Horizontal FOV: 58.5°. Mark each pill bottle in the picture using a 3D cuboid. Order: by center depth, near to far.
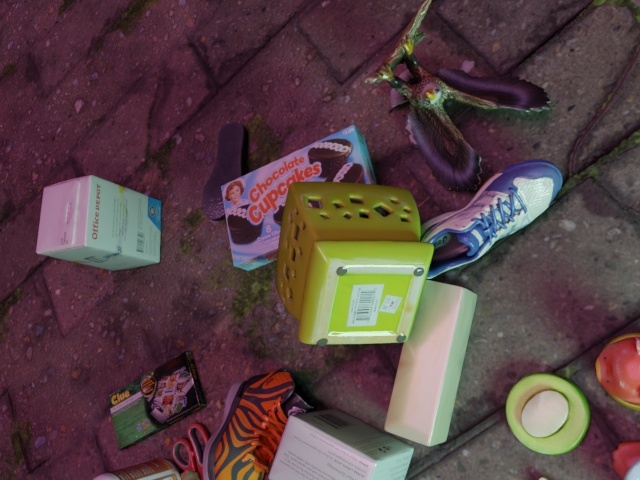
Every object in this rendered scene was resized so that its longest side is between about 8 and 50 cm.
[{"bbox_3d":[-0.406,0.536,1.188,0.121,0.216,0.121,-5,82,35],"label":"pill bottle"}]

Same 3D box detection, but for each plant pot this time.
[{"bbox_3d":[0.055,0.048,0.968,0.207,0.227,0.228,-110,25,-56],"label":"plant pot"}]

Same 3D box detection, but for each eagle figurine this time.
[{"bbox_3d":[0.237,-0.261,1.086,0.298,0.225,0.226,38,143,1],"label":"eagle figurine"}]

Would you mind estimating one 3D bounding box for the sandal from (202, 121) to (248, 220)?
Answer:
[{"bbox_3d":[-0.213,-0.161,1.365,0.097,0.054,0.254,2,69,22],"label":"sandal"}]

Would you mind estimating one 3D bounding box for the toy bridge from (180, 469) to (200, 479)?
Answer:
[{"bbox_3d":[-0.247,0.564,1.163,0.026,0.063,0.188,-39,42,16],"label":"toy bridge"}]

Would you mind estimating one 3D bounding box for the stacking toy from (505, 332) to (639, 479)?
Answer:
[{"bbox_3d":[0.424,0.305,0.849,0.279,0.130,0.309,-20,69,23],"label":"stacking toy"}]

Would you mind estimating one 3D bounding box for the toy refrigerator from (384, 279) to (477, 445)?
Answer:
[{"bbox_3d":[0.194,0.211,1.014,0.094,0.102,0.269,11,84,30],"label":"toy refrigerator"}]

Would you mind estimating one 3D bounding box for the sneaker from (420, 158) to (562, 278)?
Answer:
[{"bbox_3d":[0.287,-0.023,0.989,0.296,0.131,0.112,-37,102,23],"label":"sneaker"}]

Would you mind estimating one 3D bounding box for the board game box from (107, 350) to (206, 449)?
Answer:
[{"bbox_3d":[-0.386,0.374,1.335,0.260,0.030,0.136,-31,67,19],"label":"board game box"}]

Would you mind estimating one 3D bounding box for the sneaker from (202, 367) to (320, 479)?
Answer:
[{"bbox_3d":[-0.102,0.356,1.059,0.180,0.124,0.321,-28,31,20],"label":"sneaker"}]

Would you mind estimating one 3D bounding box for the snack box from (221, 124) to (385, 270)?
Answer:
[{"bbox_3d":[-0.044,-0.080,1.149,0.322,0.060,0.187,-22,67,21],"label":"snack box"}]

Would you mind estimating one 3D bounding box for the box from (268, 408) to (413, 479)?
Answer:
[{"bbox_3d":[0.040,0.391,1.007,0.182,0.181,0.119,18,89,31],"label":"box"}]

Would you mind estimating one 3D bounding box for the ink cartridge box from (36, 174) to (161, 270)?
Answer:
[{"bbox_3d":[-0.532,-0.035,1.395,0.168,0.233,0.171,-9,73,26],"label":"ink cartridge box"}]

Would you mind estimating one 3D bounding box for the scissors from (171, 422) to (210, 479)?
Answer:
[{"bbox_3d":[-0.243,0.541,1.218,0.109,0.021,0.297,-35,63,17],"label":"scissors"}]
